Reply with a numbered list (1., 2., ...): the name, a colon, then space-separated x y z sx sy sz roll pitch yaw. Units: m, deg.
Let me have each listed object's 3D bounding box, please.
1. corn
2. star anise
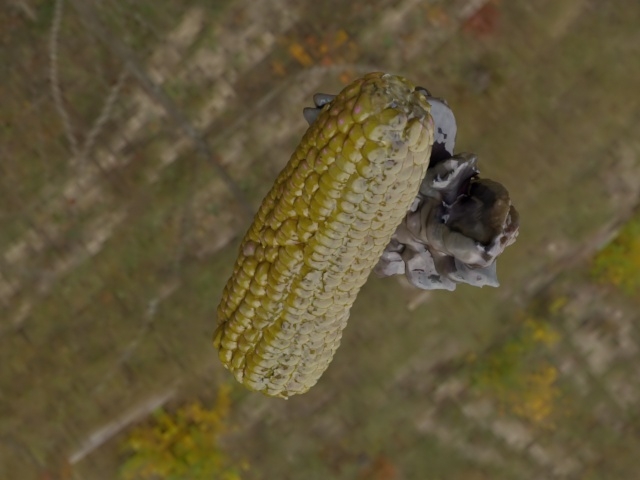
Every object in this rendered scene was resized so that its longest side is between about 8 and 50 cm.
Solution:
1. corn: 0.000 0.000 1.157 0.101 0.101 0.291 -23 153 -39
2. star anise: 0.077 -0.038 1.337 0.093 0.236 0.229 -34 133 -20
